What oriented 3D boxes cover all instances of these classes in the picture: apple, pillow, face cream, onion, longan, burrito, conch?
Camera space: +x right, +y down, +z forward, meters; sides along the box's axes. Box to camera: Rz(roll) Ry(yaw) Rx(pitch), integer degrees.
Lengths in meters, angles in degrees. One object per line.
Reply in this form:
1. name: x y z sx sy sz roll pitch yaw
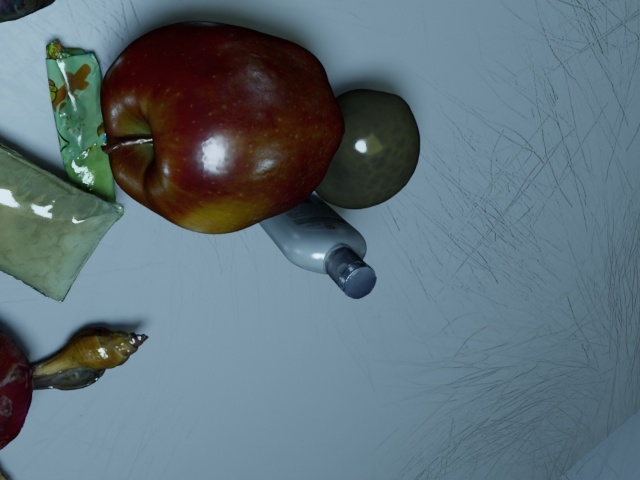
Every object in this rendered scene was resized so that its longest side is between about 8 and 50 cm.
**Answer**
1. apple: -0.133 -0.153 0.787 0.316 0.288 0.288 -12 121 -39
2. pillow: -0.452 -0.050 0.785 0.302 0.075 0.185 32 104 -23
3. face cream: 0.000 0.000 0.923 0.143 0.291 0.071 -4 116 -27
4. onion: -0.551 0.222 0.829 0.246 0.190 0.247 -3 99 -19
5. longan: 0.070 -0.152 0.946 0.197 0.198 0.213 -18 139 -17
6. burrito: -0.326 -0.142 0.838 0.104 0.054 0.288 -11 118 -23
7. conch: -0.399 0.197 0.966 0.232 0.080 0.086 -28 114 17

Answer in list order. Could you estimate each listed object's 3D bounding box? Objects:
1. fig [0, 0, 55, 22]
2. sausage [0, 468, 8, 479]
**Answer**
1. fig: -0.391 -0.375 0.643 0.149 0.149 0.245 -25 112 -13
2. sausage: -0.700 0.484 0.937 0.353 0.116 0.134 -19 136 -13
